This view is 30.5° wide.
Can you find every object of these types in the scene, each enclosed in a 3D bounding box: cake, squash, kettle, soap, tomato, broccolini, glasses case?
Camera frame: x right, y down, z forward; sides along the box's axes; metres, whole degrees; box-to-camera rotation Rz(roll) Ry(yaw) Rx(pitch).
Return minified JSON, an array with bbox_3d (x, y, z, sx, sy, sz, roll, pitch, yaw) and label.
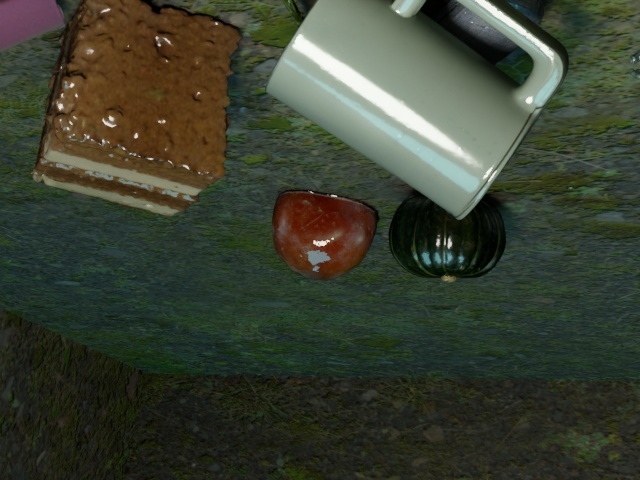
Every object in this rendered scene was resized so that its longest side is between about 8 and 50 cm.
[{"bbox_3d":[-0.282,-0.201,1.806,0.281,0.256,0.290,14,164,-15],"label":"cake"},{"bbox_3d":[0.234,-0.010,2.166,0.218,0.173,0.218,3,159,1],"label":"squash"},{"bbox_3d":[0.126,-0.215,1.532,0.318,0.265,0.205,36,-175,-1],"label":"kettle"},{"bbox_3d":[-0.521,-0.293,1.693,0.181,0.259,0.081,-3,114,38],"label":"soap"},{"bbox_3d":[0.000,0.000,2.358,0.214,0.155,0.181,8,156,12],"label":"tomato"},{"bbox_3d":[-0.035,-0.323,1.626,0.054,0.052,0.194,11,161,11],"label":"broccolini"},{"bbox_3d":[0.201,-0.275,1.612,0.109,0.067,0.282,16,158,-17],"label":"glasses case"}]

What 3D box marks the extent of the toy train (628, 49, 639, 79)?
[{"bbox_3d":[0.545,-0.260,1.345,0.429,0.178,0.249,-4,144,36],"label":"toy train"}]
